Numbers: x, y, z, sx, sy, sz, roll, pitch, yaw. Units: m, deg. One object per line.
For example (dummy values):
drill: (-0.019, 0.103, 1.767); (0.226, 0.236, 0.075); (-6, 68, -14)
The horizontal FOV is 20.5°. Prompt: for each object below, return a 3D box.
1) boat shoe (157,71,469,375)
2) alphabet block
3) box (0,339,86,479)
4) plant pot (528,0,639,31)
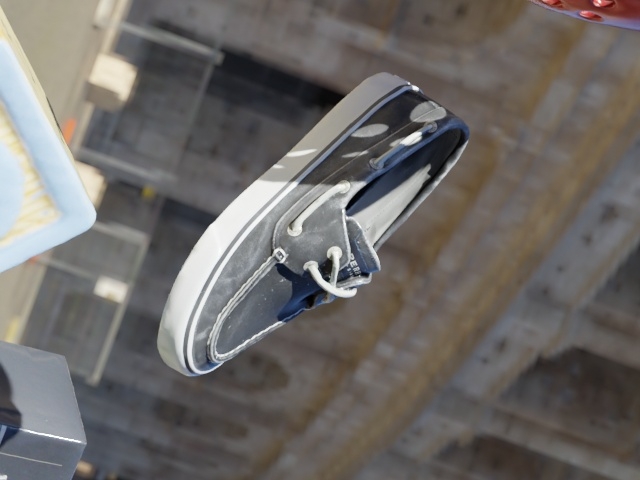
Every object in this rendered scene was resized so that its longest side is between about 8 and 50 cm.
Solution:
boat shoe: (0.000, 0.000, 1.389); (0.301, 0.102, 0.108); (-46, 147, -16)
alphabet block: (-0.312, -0.087, 1.383); (0.197, 0.193, 0.192); (-121, -172, -52)
box: (-0.460, 0.250, 1.806); (0.312, 0.343, 0.179); (-66, -155, 19)
plant pot: (0.184, -0.253, 1.263); (0.191, 0.174, 0.191); (12, 90, -72)
